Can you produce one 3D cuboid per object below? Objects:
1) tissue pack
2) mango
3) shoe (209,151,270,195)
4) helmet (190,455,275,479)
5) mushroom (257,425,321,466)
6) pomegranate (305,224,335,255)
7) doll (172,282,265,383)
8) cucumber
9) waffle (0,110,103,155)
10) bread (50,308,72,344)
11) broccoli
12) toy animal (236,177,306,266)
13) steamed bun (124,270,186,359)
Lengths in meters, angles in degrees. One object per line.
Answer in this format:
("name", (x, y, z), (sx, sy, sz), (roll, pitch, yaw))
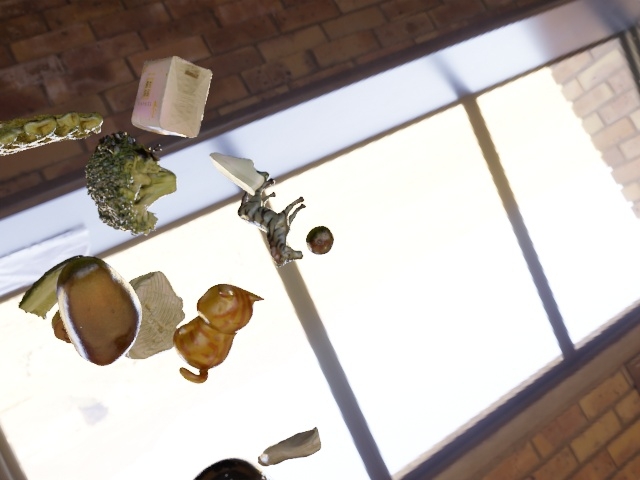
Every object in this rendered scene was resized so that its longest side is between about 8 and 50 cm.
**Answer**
("tissue pack", (-0.399, -0.375, 1.518), (0.124, 0.185, 0.225), (13, -176, -37))
("mango", (-0.393, 0.124, 1.031), (0.133, 0.111, 0.268), (2, 132, -5))
("shoe", (-0.316, -0.285, 2.268), (0.110, 0.265, 0.095), (-47, 165, -14))
("helmet", (-0.215, 0.564, 1.221), (0.230, 0.160, 0.279), (-35, 180, 11))
("mushroom", (-0.121, 0.814, 2.245), (0.351, 0.097, 0.109), (-30, 146, 30))
("pomegranate", (0.002, 0.002, 2.318), (0.130, 0.130, 0.130), (-28, 175, -3))
("doll", (-0.286, 0.230, 1.555), (0.166, 0.162, 0.270), (8, 114, -51))
("cucumber", (-0.981, 0.149, 2.143), (0.325, 0.105, 0.145), (-41, 138, 11))
("waffle", (-0.665, -0.241, 1.313), (0.297, 0.073, 0.317), (-20, -167, -36))
("bread", (-0.879, 0.291, 2.015), (0.125, 0.086, 0.156), (-1, 117, -46))
("broccoli", (-0.612, -0.193, 1.912), (0.280, 0.348, 0.293), (-17, 170, -45))
("toy animal", (-0.109, -0.061, 1.541), (0.169, 0.255, 0.090), (-33, 145, -16))
("steamed bun", (-0.625, 0.278, 2.031), (0.206, 0.275, 0.320), (-24, -152, 45))
